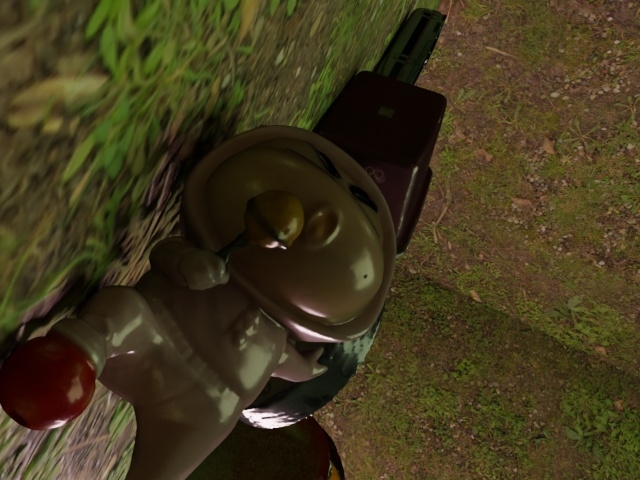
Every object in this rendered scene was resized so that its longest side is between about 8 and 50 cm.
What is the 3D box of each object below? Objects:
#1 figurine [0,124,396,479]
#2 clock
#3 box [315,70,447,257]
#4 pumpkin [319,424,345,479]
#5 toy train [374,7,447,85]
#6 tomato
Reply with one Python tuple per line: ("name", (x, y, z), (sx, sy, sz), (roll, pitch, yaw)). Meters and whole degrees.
("figurine", (-0.043, 0.038, 0.396), (0.287, 0.176, 0.186), (-45, -169, -36))
("clock", (-0.037, 0.060, 0.588), (0.215, 0.042, 0.215), (-27, -136, 30))
("box", (0.084, -0.131, 1.001), (0.294, 0.193, 0.167), (-62, 167, -49))
("pumpkin", (-0.049, 0.399, 1.314), (0.148, 0.312, 0.169), (-61, 170, 22))
("toy train", (0.173, -0.369, 1.377), (0.086, 0.088, 0.407), (109, 7, -51))
("tomato", (-0.132, 0.404, 1.093), (0.303, 0.239, 0.303), (-56, -174, 9))
